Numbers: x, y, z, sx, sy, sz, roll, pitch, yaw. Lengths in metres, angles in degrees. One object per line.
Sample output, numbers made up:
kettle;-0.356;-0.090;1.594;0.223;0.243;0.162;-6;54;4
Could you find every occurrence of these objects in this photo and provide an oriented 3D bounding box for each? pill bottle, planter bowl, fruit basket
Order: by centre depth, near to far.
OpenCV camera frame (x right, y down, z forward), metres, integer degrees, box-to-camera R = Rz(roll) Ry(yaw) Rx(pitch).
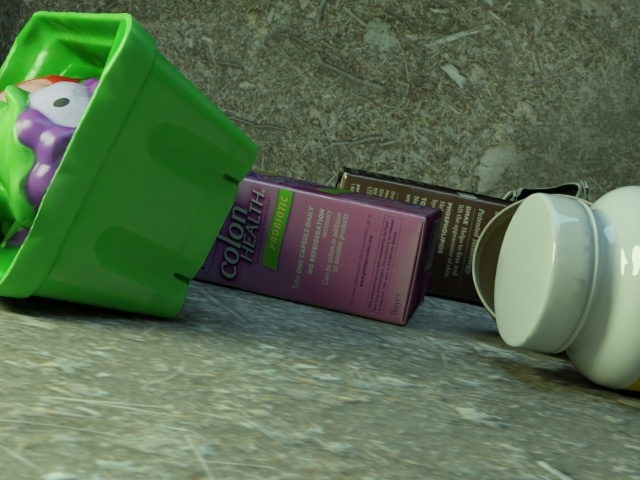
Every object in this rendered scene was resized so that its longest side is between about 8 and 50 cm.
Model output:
fruit basket;-0.294;-0.087;1.044;0.392;0.283;0.392;27;-3;1
pill bottle;0.341;0.054;1.095;0.334;0.188;0.188;10;6;-10
planter bowl;0.245;0.047;1.265;0.162;0.162;0.109;13;-22;17

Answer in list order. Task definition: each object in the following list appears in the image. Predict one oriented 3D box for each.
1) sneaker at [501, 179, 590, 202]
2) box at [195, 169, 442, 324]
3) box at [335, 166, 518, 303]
sneaker;0.259;-0.031;1.726;0.281;0.115;0.105;-16;49;-7
box;0.000;0.000;1.328;0.243;0.117;0.213;12;6;10
box;0.199;0.005;1.578;0.381;0.143;0.191;13;5;-2
